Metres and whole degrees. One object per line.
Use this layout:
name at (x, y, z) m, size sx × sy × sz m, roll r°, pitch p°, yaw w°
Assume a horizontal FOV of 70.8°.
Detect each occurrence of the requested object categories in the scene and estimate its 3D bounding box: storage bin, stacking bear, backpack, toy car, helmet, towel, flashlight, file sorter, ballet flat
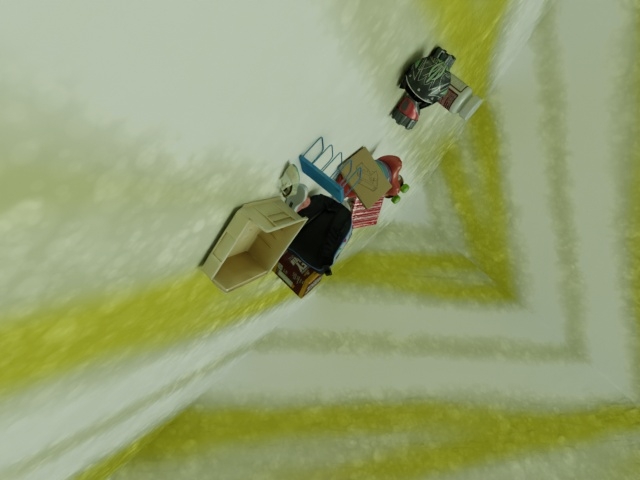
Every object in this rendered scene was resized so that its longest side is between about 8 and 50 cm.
storage bin at (-0.208, 0.009, 1.415) m, size 0.262 × 0.123 × 0.260 m, roll -52°, pitch 168°, yaw 25°
stacking bear at (0.189, -0.254, 1.889) m, size 0.289 × 0.164 × 0.176 m, roll -21°, pitch 121°, yaw -40°
backpack at (-0.002, -0.032, 1.721) m, size 0.263 × 0.276 × 0.213 m, roll -53°, pitch 173°, yaw -3°
toy car at (0.353, -0.291, 2.399) m, size 0.188 × 0.155 × 0.149 m, roll -5°, pitch 138°, yaw -54°
helmet at (0.364, -0.543, 1.542) m, size 0.169 × 0.169 × 0.161 m, roll -45°, pitch -176°, yaw -11°
towel at (0.236, -0.181, 2.286) m, size 0.198 × 0.031 × 0.275 m, roll -12°, pitch 131°, yaw -33°
flashlight at (0.393, -0.572, 1.711) m, size 0.304 × 0.103 × 0.103 m, roll -55°, pitch -168°, yaw 29°
file sorter at (0.034, -0.222, 1.405) m, size 0.104 × 0.170 × 0.118 m, roll -48°, pitch 169°, yaw -8°
ballet flat at (-0.096, -0.175, 1.384) m, size 0.052 × 0.057 × 0.168 m, roll -33°, pitch 165°, yaw -15°

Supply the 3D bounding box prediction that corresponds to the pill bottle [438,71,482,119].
pill bottle at (0.536, -0.595, 1.828) m, size 0.121 × 0.221 × 0.121 m, roll -44°, pitch 168°, yaw -12°

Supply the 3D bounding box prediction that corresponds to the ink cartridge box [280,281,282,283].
ink cartridge box at (-0.117, 0.153, 2.277) m, size 0.179 × 0.045 × 0.145 m, roll -46°, pitch -175°, yaw 33°

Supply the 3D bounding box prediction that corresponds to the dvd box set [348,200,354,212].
dvd box set at (0.101, -0.043, 2.490) m, size 0.420 × 0.062 × 0.307 m, roll -51°, pitch 168°, yaw 16°

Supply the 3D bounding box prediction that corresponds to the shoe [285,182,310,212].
shoe at (-0.070, -0.150, 1.546) m, size 0.081 × 0.063 × 0.178 m, roll -40°, pitch 172°, yaw -36°

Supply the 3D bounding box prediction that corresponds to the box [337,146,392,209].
box at (0.178, -0.248, 1.780) m, size 0.164 × 0.201 × 0.021 m, roll -42°, pitch -167°, yaw -27°

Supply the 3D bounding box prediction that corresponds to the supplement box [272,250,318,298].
supplement box at (-0.094, 0.124, 2.016) m, size 0.129 × 0.194 × 0.191 m, roll -41°, pitch 167°, yaw -29°

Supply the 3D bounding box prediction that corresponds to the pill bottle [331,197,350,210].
pill bottle at (0.075, -0.108, 2.045) m, size 0.117 × 0.117 × 0.215 m, roll -45°, pitch 168°, yaw -10°
